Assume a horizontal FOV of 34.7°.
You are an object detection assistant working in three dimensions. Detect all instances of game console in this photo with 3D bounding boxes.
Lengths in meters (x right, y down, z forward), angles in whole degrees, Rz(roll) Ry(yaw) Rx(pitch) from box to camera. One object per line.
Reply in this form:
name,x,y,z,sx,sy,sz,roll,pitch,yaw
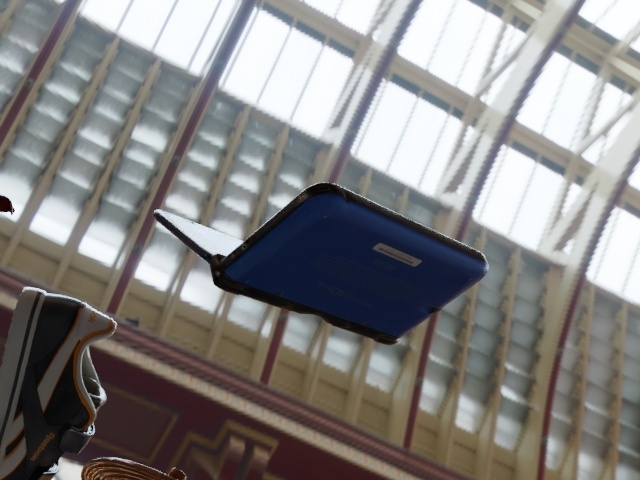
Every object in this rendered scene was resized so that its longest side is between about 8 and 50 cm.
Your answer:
game console,0.000,0.000,1.182,0.293,0.173,0.250,22,-51,-42

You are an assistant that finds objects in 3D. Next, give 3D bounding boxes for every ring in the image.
ring,-0.144,0.365,1.235,0.336,0.032,0.337,24,-36,19

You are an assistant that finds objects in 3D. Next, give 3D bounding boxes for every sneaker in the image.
sneaker,-0.328,0.223,1.203,0.127,0.126,0.321,15,-85,-12

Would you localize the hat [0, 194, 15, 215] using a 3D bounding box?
hat,-0.361,-0.061,0.872,0.208,0.173,0.183,3,-27,-14
